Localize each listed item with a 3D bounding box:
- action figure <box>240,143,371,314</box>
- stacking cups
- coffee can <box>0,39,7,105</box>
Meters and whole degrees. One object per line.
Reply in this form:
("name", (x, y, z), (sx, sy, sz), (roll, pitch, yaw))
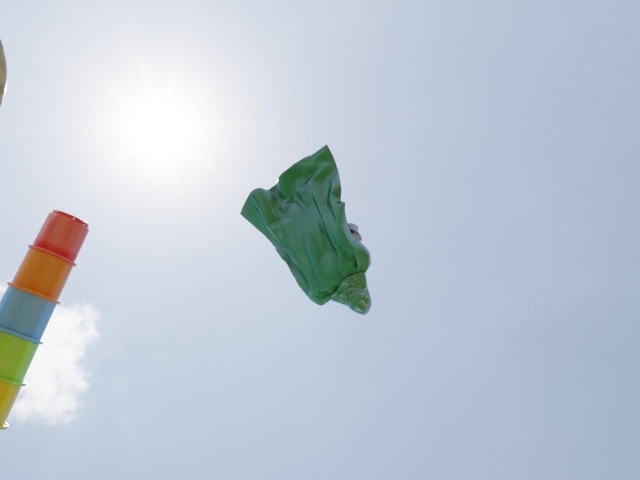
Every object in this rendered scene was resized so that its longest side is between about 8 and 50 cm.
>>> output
("action figure", (0.000, 0.000, 0.753), (0.137, 0.232, 0.063), (-41, -48, 11))
("stacking cups", (-0.426, 0.109, 0.981), (0.096, 0.096, 0.316), (26, -104, -14))
("coffee can", (-0.574, -0.232, 0.860), (0.276, 0.201, 0.201), (14, -103, 27))
